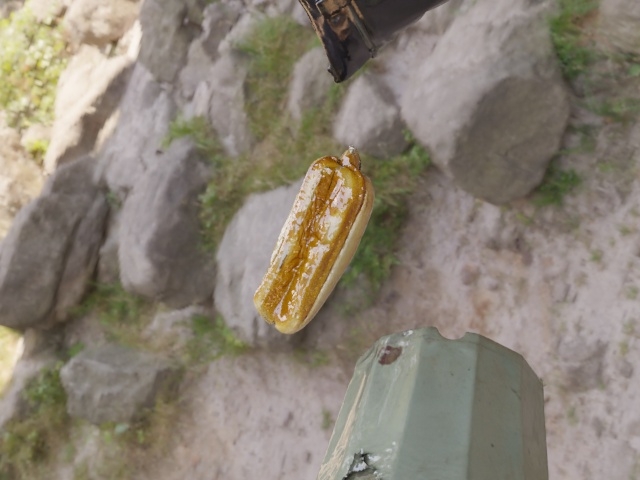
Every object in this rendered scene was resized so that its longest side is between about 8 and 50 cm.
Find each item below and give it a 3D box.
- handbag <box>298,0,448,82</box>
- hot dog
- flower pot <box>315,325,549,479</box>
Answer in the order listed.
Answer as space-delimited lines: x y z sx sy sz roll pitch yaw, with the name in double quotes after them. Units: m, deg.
0.036 -0.284 0.762 0.211 0.254 0.089 -36 30 3 "handbag"
0.000 0.000 1.133 0.102 0.076 0.249 32 107 29 "hot dog"
0.096 0.232 0.831 0.290 0.290 0.259 -48 21 46 "flower pot"
